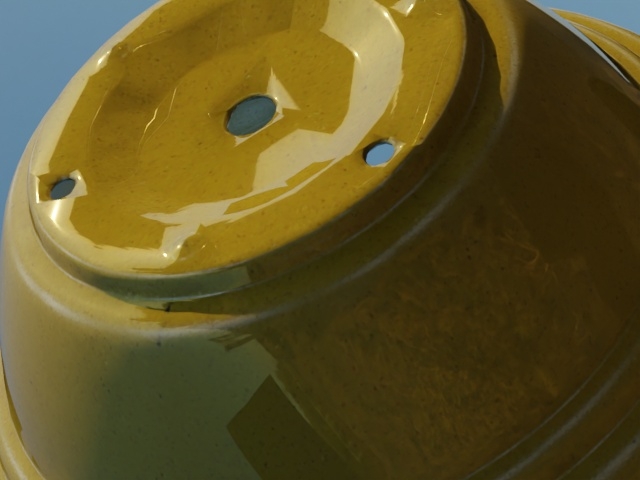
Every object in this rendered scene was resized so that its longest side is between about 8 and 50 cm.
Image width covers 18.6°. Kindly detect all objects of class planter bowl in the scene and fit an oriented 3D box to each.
[{"bbox_3d":[0.000,0.000,0.424,0.217,0.217,0.090,-91,-20,-47],"label":"planter bowl"}]
